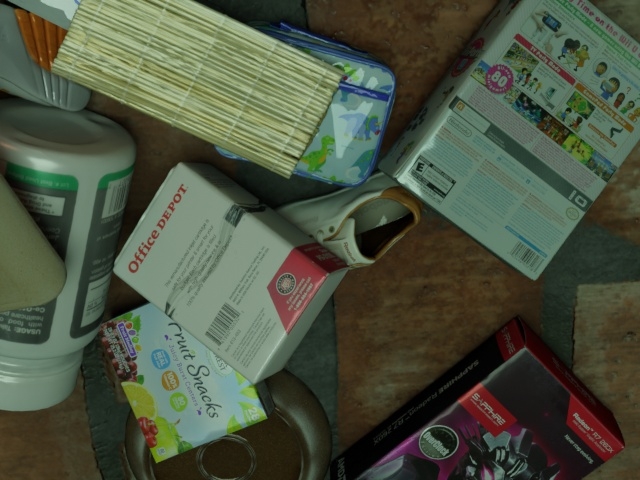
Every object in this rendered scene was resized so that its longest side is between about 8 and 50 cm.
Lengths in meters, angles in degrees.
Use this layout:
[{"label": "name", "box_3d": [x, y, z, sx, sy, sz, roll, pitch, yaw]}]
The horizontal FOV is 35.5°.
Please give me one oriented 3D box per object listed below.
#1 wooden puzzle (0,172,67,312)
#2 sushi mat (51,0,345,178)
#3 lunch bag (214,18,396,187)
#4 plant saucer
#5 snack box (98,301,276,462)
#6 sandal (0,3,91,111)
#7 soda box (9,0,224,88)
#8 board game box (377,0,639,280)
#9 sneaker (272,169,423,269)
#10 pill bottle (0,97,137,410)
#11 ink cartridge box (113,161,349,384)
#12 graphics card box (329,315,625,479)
[{"label": "wooden puzzle", "box_3d": [-0.501, -0.011, 1.080, 0.348, 0.080, 0.322, -13, 127, 18]}, {"label": "sushi mat", "box_3d": [-0.142, -0.197, 1.177, 0.317, 0.019, 0.151, 23, 109, -11]}, {"label": "lunch bag", "box_3d": [-0.023, -0.173, 1.250, 0.219, 0.090, 0.176, 16, 109, -8]}, {"label": "plant saucer", "box_3d": [-0.137, 0.313, 1.476, 0.311, 0.050, 0.310, 0, 112, -1]}, {"label": "snack box", "box_3d": [-0.183, 0.173, 1.373, 0.175, 0.070, 0.207, -22, 93, 9]}, {"label": "sandal", "box_3d": [-0.382, -0.232, 1.185, 0.076, 0.265, 0.102, 4, 79, 37]}, {"label": "soda box", "box_3d": [-0.264, -0.293, 1.194, 0.286, 0.091, 0.098, 25, 109, -11]}, {"label": "board game box", "box_3d": [0.252, -0.141, 1.219, 0.224, 0.097, 0.303, 36, 94, -14]}, {"label": "sneaker", "box_3d": [0.000, 0.000, 1.304, 0.290, 0.123, 0.106, -30, 112, 13]}, {"label": "pill bottle", "box_3d": [-0.364, 0.020, 1.266, 0.204, 0.204, 0.361, 14, 112, -6]}, {"label": "ink cartridge box", "box_3d": [-0.113, 0.036, 1.253, 0.237, 0.100, 0.172, 37, 104, 13]}, {"label": "graphics card box", "box_3d": [0.221, 0.312, 1.453, 0.371, 0.094, 0.233, -40, 108, 16]}]
